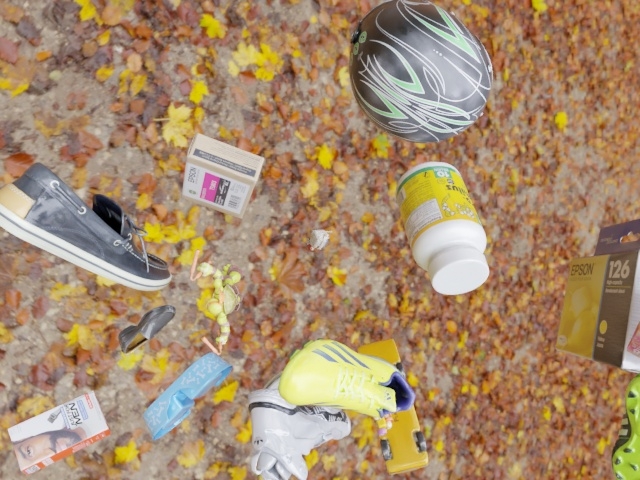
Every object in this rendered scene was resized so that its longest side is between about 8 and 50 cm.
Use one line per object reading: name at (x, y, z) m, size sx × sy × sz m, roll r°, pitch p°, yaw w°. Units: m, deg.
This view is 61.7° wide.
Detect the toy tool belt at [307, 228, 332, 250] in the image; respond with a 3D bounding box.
toy tool belt at (0.000, 0.000, 1.439) m, size 0.051 × 0.083 × 0.052 m, roll -12°, pitch 65°, yaw -25°

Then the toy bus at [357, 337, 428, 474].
toy bus at (0.183, 0.427, 1.395) m, size 0.130 × 0.108 × 0.332 m, roll 77°, pitch -1°, yaw -58°

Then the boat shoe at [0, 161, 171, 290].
boat shoe at (-0.490, -0.013, 1.214) m, size 0.156 × 0.187 × 0.500 m, roll -59°, pitch 149°, yaw -9°

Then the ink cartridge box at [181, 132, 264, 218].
ink cartridge box at (-0.280, -0.173, 1.501) m, size 0.193 × 0.234 × 0.088 m, roll 18°, pitch 62°, yaw -9°

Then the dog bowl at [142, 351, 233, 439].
dog bowl at (-0.386, 0.439, 1.538) m, size 0.297 × 0.074 × 0.166 m, roll -45°, pitch 168°, yaw -1°

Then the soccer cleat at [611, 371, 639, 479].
soccer cleat at (0.466, 0.277, 0.779) m, size 0.072 × 0.060 × 0.178 m, roll -17°, pitch 112°, yaw -49°

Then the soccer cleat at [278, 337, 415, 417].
soccer cleat at (0.050, 0.210, 0.786) m, size 0.289 × 0.121 × 0.093 m, roll 25°, pitch 90°, yaw -54°

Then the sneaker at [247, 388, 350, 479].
sneaker at (-0.055, 0.533, 1.414) m, size 0.366 × 0.137 × 0.210 m, roll 34°, pitch 47°, yaw -40°

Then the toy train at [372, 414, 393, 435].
toy train at (0.136, 0.381, 1.246) m, size 0.046 × 0.166 × 0.125 m, roll -17°, pitch 78°, yaw -1°

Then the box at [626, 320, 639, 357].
box at (0.654, 0.153, 0.797) m, size 0.154 × 0.300 × 0.142 m, roll -45°, pitch 147°, yaw -27°

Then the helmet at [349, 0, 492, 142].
helmet at (0.121, -0.201, 0.659) m, size 0.170 × 0.169 × 0.161 m, roll 13°, pitch 45°, yaw -40°

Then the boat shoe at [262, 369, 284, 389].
boat shoe at (-0.057, 0.481, 1.766) m, size 0.302 × 0.103 × 0.113 m, roll -17°, pitch 113°, yaw -36°

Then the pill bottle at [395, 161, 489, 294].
pill bottle at (0.198, -0.021, 0.869) m, size 0.118 × 0.118 × 0.208 m, roll 34°, pitch 34°, yaw -37°

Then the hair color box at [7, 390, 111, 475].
hair color box at (-0.529, 0.390, 1.093) m, size 0.167 × 0.053 × 0.093 m, roll -23°, pitch 65°, yaw -25°

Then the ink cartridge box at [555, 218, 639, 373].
ink cartridge box at (0.600, 0.101, 1.118) m, size 0.072 × 0.303 × 0.307 m, roll 9°, pitch 85°, yaw 4°

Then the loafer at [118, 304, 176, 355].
loafer at (-0.427, 0.225, 1.335) m, size 0.170 × 0.061 × 0.062 m, roll -37°, pitch 134°, yaw 10°

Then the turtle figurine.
turtle figurine at (-0.244, 0.129, 1.343) m, size 0.217 × 0.087 × 0.269 m, roll -69°, pitch 149°, yaw -75°
